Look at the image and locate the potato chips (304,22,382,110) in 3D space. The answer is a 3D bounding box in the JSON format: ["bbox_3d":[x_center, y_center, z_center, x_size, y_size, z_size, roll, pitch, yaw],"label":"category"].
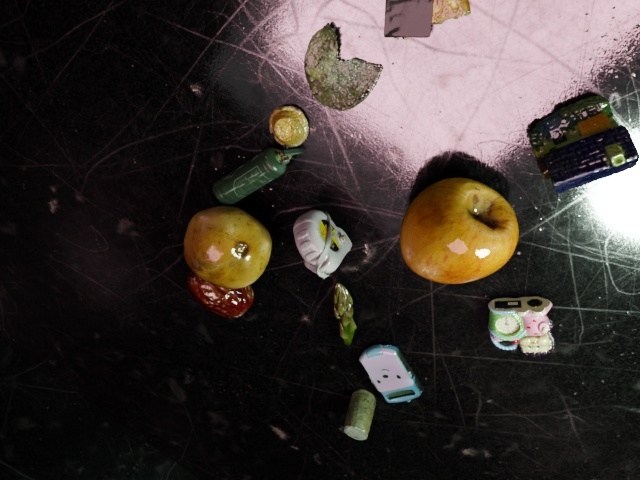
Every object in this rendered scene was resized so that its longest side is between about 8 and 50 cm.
[{"bbox_3d":[0.047,-0.468,1.224,0.202,0.029,0.220,-29,109,32],"label":"potato chips"}]

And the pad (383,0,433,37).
[{"bbox_3d":[0.210,-0.584,1.056,0.116,0.004,0.193,8,117,18],"label":"pad"}]

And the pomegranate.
[{"bbox_3d":[-0.302,0.019,1.456,0.307,0.307,0.307,8,121,13],"label":"pomegranate"}]

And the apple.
[{"bbox_3d":[0.368,-0.015,1.236,0.299,0.299,0.275,27,138,2],"label":"apple"}]

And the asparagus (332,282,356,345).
[{"bbox_3d":[0.087,0.256,1.604,0.080,0.080,0.287,-2,126,19],"label":"asparagus"}]

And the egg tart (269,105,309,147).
[{"bbox_3d":[-0.098,-0.337,1.334,0.128,0.049,0.129,7,121,12],"label":"egg tart"}]

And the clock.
[{"bbox_3d":[0.640,0.280,1.428,0.193,0.100,0.196,-7,114,25],"label":"clock"}]

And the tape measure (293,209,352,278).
[{"bbox_3d":[0.000,0.000,1.396,0.120,0.236,0.197,-25,102,27],"label":"tape measure"}]

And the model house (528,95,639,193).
[{"bbox_3d":[0.625,-0.218,1.077,0.193,0.211,0.170,-20,114,28],"label":"model house"}]

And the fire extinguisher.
[{"bbox_3d":[-0.197,-0.214,1.410,0.311,0.114,0.095,-26,78,32],"label":"fire extinguisher"}]

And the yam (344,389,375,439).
[{"bbox_3d":[0.155,0.693,1.763,0.107,0.194,0.107,7,118,14],"label":"yam"}]

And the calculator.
[{"bbox_3d":[0.269,0.513,1.707,0.172,0.051,0.293,-23,110,26],"label":"calculator"}]

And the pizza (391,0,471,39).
[{"bbox_3d":[0.240,-0.579,1.082,0.193,0.053,0.201,-33,100,31],"label":"pizza"}]

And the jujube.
[{"bbox_3d":[-0.369,0.179,1.643,0.243,0.183,0.183,42,123,-17],"label":"jujube"}]
